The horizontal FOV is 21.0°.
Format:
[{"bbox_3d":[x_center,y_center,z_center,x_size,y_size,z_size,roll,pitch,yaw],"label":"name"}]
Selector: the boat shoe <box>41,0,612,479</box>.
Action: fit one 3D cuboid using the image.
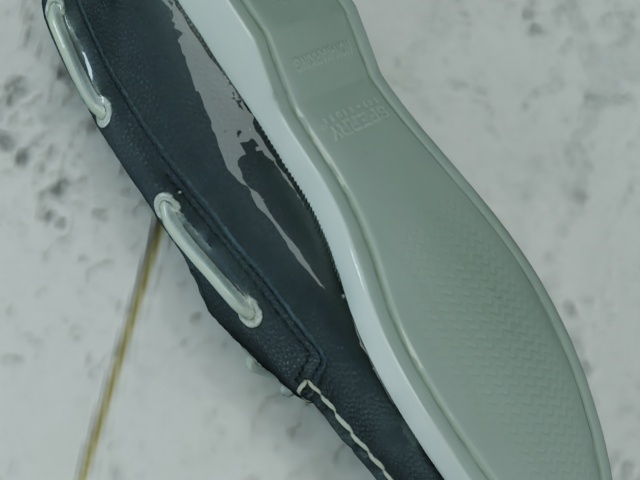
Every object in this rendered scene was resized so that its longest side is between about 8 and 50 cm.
[{"bbox_3d":[0.000,0.000,0.639,0.114,0.091,0.303,-10,68,-54],"label":"boat shoe"}]
